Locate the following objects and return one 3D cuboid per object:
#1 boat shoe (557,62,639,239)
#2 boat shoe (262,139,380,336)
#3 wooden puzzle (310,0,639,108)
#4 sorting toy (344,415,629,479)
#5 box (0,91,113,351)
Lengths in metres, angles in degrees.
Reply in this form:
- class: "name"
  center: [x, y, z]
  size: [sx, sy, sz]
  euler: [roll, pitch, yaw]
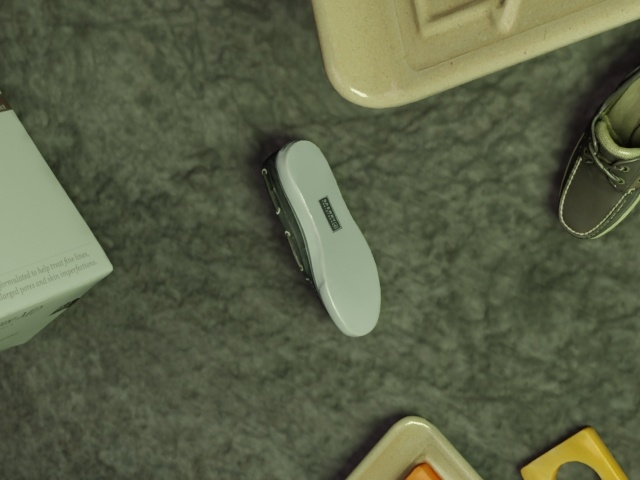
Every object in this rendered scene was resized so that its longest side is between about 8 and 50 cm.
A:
- class: "boat shoe"
  center: [0.186, -0.063, 1.167]
  size: [0.056, 0.049, 0.152]
  euler: [36, 118, 18]
- class: "boat shoe"
  center: [0.000, 0.000, 1.299]
  size: [0.040, 0.049, 0.142]
  euler: [-20, 90, 51]
- class: "wooden puzzle"
  center: [0.140, -0.272, 1.098]
  size: [0.348, 0.080, 0.322]
  euler: [-17, 78, 28]
- class: "sorting toy"
  center: [0.074, 0.246, 1.311]
  size: [0.196, 0.047, 0.348]
  euler: [46, 120, 13]
- class: "box"
  center: [-0.284, -0.003, 1.381]
  size: [0.119, 0.181, 0.182]
  euler: [-38, 82, 32]
